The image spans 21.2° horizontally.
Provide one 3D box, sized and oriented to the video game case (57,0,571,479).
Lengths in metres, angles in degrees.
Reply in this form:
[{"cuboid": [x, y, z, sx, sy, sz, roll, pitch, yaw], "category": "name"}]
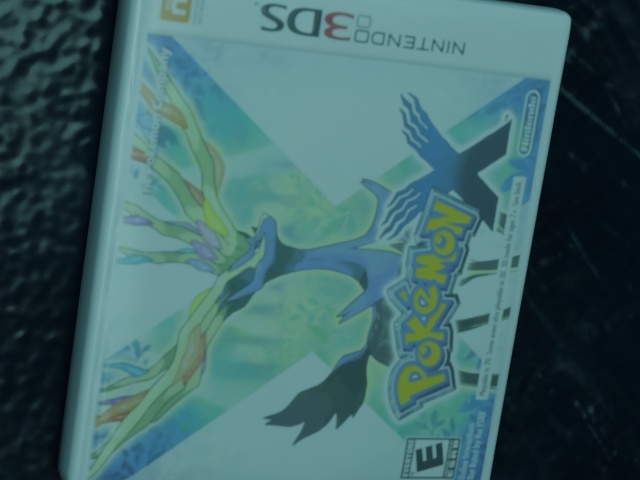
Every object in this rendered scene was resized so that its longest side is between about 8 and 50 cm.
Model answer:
[{"cuboid": [0.000, 0.000, 1.082, 0.300, 0.036, 0.329, 4, 102, -25], "category": "video game case"}]
